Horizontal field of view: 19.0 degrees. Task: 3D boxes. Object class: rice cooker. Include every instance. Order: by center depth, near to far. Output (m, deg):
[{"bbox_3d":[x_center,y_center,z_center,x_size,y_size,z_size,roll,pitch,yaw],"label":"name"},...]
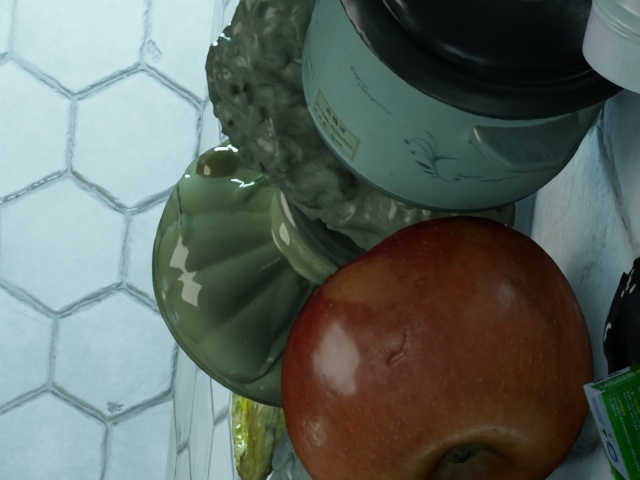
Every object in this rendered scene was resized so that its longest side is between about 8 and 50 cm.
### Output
[{"bbox_3d":[0.120,-0.177,1.461,0.316,0.264,0.317,174,90,-76],"label":"rice cooker"}]

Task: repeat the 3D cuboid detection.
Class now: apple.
[{"bbox_3d":[0.095,0.114,1.538,0.272,0.251,0.206,-46,52,30],"label":"apple"}]

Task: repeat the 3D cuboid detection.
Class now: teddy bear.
[{"bbox_3d":[0.049,-0.181,1.804,0.224,0.357,0.367,-22,29,37],"label":"teddy bear"}]

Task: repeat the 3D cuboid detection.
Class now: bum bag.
[{"bbox_3d":[0.244,0.068,1.259,0.310,0.074,0.137,126,133,-78],"label":"bum bag"}]

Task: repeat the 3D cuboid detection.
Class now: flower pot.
[{"bbox_3d":[0.000,0.000,1.956,0.244,0.307,0.307,-43,43,48],"label":"flower pot"}]

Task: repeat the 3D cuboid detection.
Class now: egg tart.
[{"bbox_3d":[-0.063,0.203,2.614,0.279,0.095,0.279,-173,90,-82],"label":"egg tart"}]

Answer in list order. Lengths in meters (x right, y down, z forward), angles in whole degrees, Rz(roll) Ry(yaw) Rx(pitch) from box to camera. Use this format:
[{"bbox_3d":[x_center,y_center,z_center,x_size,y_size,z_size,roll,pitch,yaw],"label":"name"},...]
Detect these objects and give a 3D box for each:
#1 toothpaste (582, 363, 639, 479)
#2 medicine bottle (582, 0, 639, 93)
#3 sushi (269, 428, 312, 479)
[{"bbox_3d":[0.223,0.171,1.250,0.037,0.043,0.178,-168,57,-78],"label":"toothpaste"},{"bbox_3d":[0.253,-0.241,1.224,0.161,0.111,0.296,-104,20,-54],"label":"medicine bottle"},{"bbox_3d":[0.055,0.261,1.812,0.348,0.207,0.234,135,149,-64],"label":"sushi"}]
